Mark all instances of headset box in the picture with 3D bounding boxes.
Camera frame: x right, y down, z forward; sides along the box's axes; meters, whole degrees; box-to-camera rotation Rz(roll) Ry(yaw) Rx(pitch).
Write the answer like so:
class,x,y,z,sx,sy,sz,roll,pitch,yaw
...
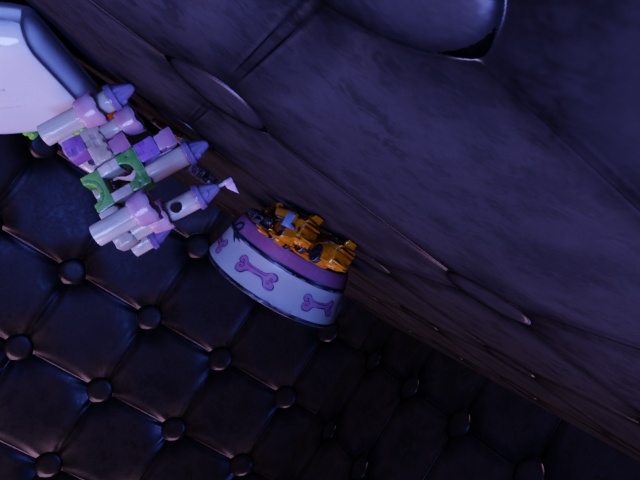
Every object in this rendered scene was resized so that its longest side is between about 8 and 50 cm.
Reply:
class,x,y,z,sx,sy,sz,roll,pitch,yaw
headset box,-0.365,-0.201,1.804,0.083,0.032,0.062,31,174,34

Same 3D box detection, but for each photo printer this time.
class,x,y,z,sx,sy,sz,roll,pitch,yaw
photo printer,-0.587,-0.314,1.083,0.256,0.107,0.307,-5,163,3

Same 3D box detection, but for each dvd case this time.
class,x,y,z,sx,sy,sz,roll,pitch,yaw
dvd case,-0.334,-0.241,1.373,0.119,0.013,0.087,29,173,32

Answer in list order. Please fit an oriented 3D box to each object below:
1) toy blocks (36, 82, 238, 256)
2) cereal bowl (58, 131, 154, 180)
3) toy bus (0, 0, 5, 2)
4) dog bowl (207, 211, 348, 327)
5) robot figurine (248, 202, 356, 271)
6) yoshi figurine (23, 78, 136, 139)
class,x,y,z,sx,sy,sz,roll,pitch,yaw
toy blocks,-0.344,-0.148,1.192,0.288,0.260,0.309,59,176,8
cereal bowl,-0.587,-0.264,1.585,0.339,0.141,0.339,35,-171,-7
toy bus,-0.687,-0.445,1.077,0.191,0.104,0.202,-11,177,-25
dog bowl,-0.100,0.067,1.631,0.408,0.150,0.408,31,-173,-4
robot figurine,-0.047,-0.013,1.332,0.211,0.085,0.291,37,173,-29
yoshi figurine,-0.611,-0.340,1.294,0.362,0.203,0.203,37,160,-8
